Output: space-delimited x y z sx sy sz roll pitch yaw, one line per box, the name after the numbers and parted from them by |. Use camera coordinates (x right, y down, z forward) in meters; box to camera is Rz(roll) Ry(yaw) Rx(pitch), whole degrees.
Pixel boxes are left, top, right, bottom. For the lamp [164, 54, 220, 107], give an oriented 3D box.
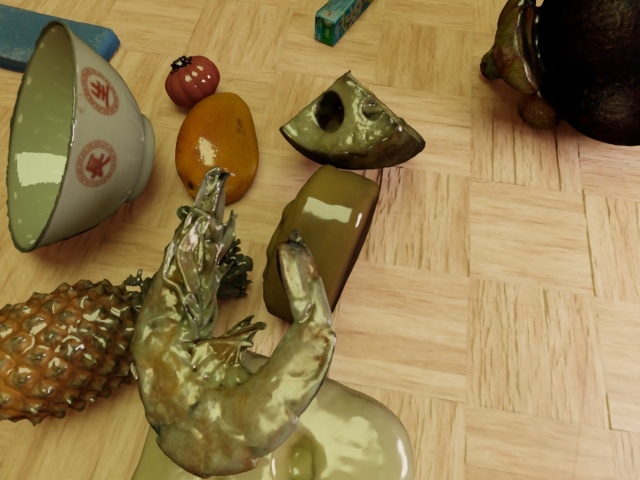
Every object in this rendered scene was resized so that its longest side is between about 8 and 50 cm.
-0.240 -0.299 0.912 0.107 0.092 0.107 -22 39 19 | lamp

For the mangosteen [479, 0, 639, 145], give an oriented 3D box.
0.491 -0.350 0.819 0.435 0.382 0.382 10 60 23 | mangosteen

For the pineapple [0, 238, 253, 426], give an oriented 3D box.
-0.256 0.105 0.649 0.361 0.175 0.175 -25 65 -14 | pineapple

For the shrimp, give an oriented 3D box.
-0.103 0.072 0.554 0.246 0.085 0.360 -10 66 16 | shrimp

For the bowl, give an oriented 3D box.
-0.363 -0.142 0.755 0.157 0.337 0.337 8 52 -43 | bowl

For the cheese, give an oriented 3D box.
-0.063 0.304 0.560 0.328 0.130 0.351 9 59 6 | cheese

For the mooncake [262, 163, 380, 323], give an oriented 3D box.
0.000 0.000 0.680 0.117 0.235 0.235 24 63 10 | mooncake

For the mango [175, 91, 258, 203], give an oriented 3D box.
-0.172 -0.170 0.837 0.141 0.102 0.217 12 64 -2 | mango

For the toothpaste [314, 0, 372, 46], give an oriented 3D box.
0.074 -0.534 1.064 0.050 0.065 0.267 28 64 13 | toothpaste

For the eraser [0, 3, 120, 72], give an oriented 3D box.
-0.585 -0.403 0.986 0.311 0.043 0.144 15 62 7 | eraser

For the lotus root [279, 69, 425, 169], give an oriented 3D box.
0.053 -0.178 0.791 0.210 0.314 0.142 43 109 4 | lotus root
